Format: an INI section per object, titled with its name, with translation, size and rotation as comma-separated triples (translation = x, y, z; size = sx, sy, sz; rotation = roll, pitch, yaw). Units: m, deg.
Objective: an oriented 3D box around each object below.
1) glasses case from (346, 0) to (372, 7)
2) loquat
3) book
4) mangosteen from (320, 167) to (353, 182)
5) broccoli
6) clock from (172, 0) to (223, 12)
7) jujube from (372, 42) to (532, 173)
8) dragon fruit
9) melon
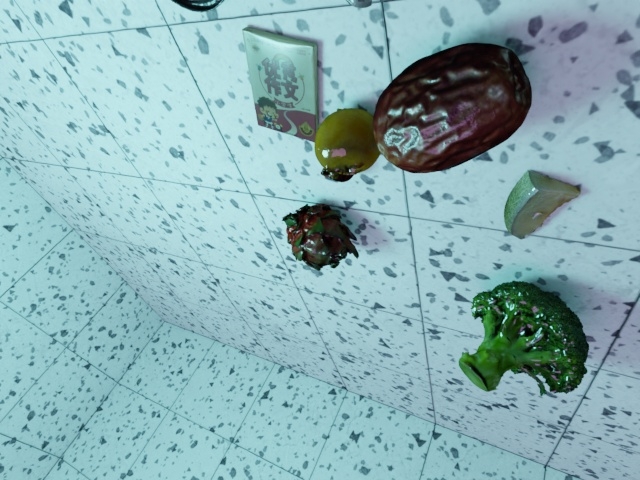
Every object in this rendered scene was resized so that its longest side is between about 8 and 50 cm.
[glasses case]
translation = 0.084, -0.463, 0.497
size = 0.128, 0.083, 0.308
rotation = 38, 147, -1
[loquat]
translation = 0.056, -0.200, 0.824
size = 0.141, 0.141, 0.141
rotation = 21, 146, 15
[book]
translation = -0.079, -0.324, 0.867
size = 0.162, 0.022, 0.231
rotation = 20, 147, 15
[mangosteen]
translation = 0.044, -0.170, 0.927
size = 0.081, 0.080, 0.080
rotation = 21, 146, 15
[broccoli]
translation = 0.474, 0.251, 0.971
size = 0.297, 0.297, 0.297
rotation = 51, 167, 16
[clock]
translation = -0.239, -0.522, 0.708
size = 0.215, 0.041, 0.214
rotation = 21, 146, 15
[jujube]
translation = 0.197, -0.208, 0.655
size = 0.243, 0.183, 0.183
rotation = -15, 126, 48
[dragon fruit]
translation = -0.005, -0.007, 1.105
size = 0.182, 0.183, 0.188
rotation = -42, 64, 56
[melon]
translation = 0.420, -0.059, 0.820
size = 0.098, 0.054, 0.182
rotation = 14, 147, -3
